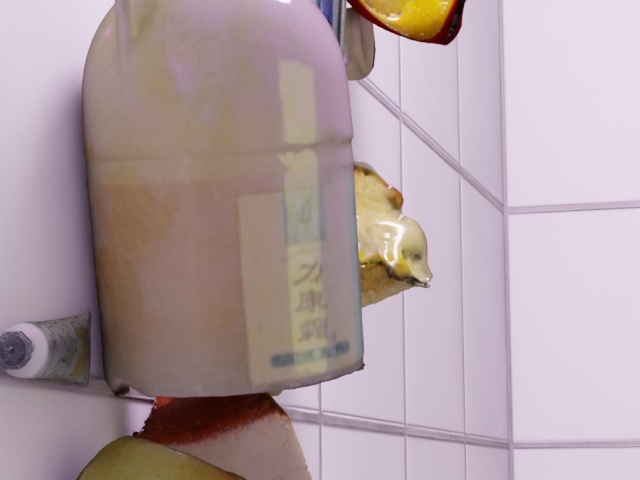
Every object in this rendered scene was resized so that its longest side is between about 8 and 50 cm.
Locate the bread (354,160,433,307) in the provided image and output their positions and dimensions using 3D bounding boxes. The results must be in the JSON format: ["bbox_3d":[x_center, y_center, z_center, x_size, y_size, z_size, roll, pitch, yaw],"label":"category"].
[{"bbox_3d":[-0.001,0.005,2.016,0.251,0.133,0.174,3,53,-47],"label":"bread"}]

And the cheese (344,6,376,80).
[{"bbox_3d":[0.037,-0.255,2.366,0.171,0.047,0.092,-74,153,-52],"label":"cheese"}]

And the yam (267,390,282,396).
[{"bbox_3d":[-0.084,-0.018,1.825,0.083,0.083,0.371,-33,121,-73],"label":"yam"}]

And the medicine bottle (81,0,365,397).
[{"bbox_3d":[-0.088,-0.082,1.516,0.236,0.235,0.406,-27,114,-73],"label":"medicine bottle"}]

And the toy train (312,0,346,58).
[{"bbox_3d":[-0.039,-0.339,1.972,0.202,0.131,0.300,67,25,-69],"label":"toy train"}]

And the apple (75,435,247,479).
[{"bbox_3d":[-0.128,0.266,1.429,0.207,0.174,0.188,18,87,-29],"label":"apple"}]

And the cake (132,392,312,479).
[{"bbox_3d":[-0.072,0.180,1.680,0.262,0.159,0.158,-71,151,-57],"label":"cake"}]

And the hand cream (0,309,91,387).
[{"bbox_3d":[-0.213,0.088,1.400,0.194,0.042,0.067,15,72,-79],"label":"hand cream"}]

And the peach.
[{"bbox_3d":[0.091,-0.381,2.347,0.267,0.159,0.154,59,7,-22],"label":"peach"}]
